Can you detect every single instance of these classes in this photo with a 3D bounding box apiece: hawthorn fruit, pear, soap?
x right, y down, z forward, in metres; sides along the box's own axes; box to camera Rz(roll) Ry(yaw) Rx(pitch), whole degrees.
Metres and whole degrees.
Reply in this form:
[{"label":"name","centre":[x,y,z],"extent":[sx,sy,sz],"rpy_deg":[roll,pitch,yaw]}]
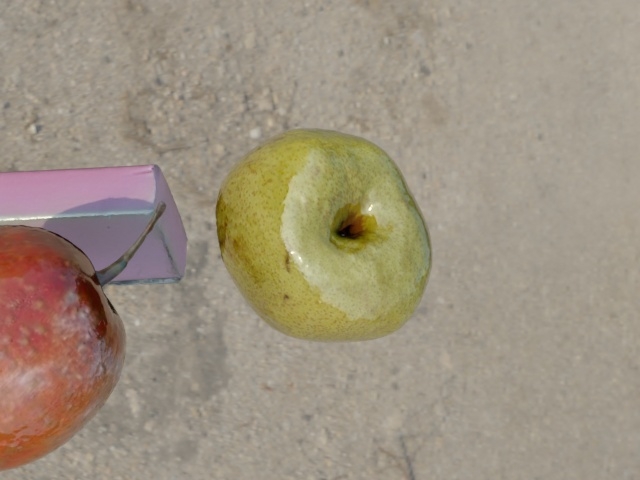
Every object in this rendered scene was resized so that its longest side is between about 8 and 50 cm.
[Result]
[{"label":"hawthorn fruit","centre":[-0.300,0.098,0.997],"extent":[0.231,0.263,0.235],"rpy_deg":[14,57,-52]},{"label":"pear","centre":[0.000,0.000,1.044],"extent":[0.188,0.211,0.228],"rpy_deg":[-30,90,-22]},{"label":"soap","centre":[-0.307,-0.012,1.271],"extent":[0.181,0.260,0.081],"rpy_deg":[78,11,-59]}]
